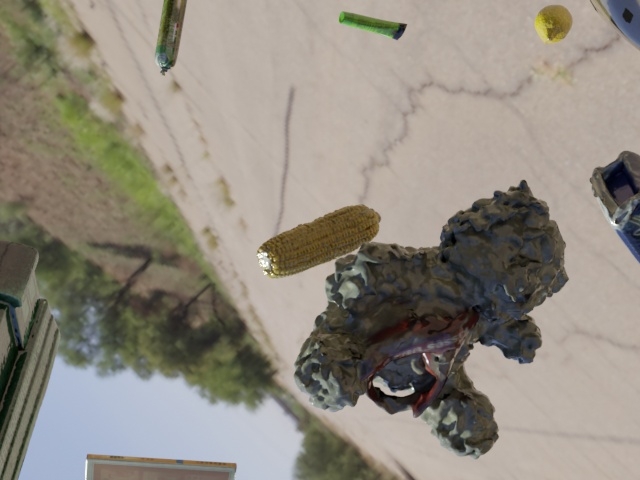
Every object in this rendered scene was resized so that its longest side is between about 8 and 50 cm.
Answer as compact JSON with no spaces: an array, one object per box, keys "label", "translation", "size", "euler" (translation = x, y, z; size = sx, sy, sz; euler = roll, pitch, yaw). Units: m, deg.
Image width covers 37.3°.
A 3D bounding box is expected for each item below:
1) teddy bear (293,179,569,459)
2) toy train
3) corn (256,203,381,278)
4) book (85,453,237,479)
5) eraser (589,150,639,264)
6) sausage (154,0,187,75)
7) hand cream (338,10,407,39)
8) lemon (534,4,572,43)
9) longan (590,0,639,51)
[{"label":"teddy bear","translation":[0.178,0.087,1.264],"size":[0.357,0.367,0.224],"euler":[27,-152,-31]},{"label":"toy train","translation":[-0.371,0.144,0.980],"size":[0.330,0.138,0.178],"euler":[-90,4,-51]},{"label":"corn","translation":[0.000,0.000,1.592],"size":[0.080,0.238,0.080],"euler":[45,147,42]},{"label":"book","translation":[-0.269,0.418,1.574],"size":[0.018,0.241,0.170],"euler":[-95,15,-51]},{"label":"eraser","translation":[0.595,0.001,1.645],"size":[0.332,0.101,0.155],"euler":[44,-154,-27]},{"label":"sausage","translation":[-0.195,-0.358,1.299],"size":[0.033,0.269,0.033],"euler":[9,178,0]},{"label":"hand cream","translation":[0.089,-0.368,1.620],"size":[0.122,0.036,0.023],"euler":[8,-135,-25]},{"label":"lemon","translation":[0.405,-0.376,1.646],"size":[0.065,0.092,0.065],"euler":[16,138,15]},{"label":"longan","translation":[0.491,-0.344,1.145],"size":[0.361,0.361,0.361],"euler":[45,172,8]}]
